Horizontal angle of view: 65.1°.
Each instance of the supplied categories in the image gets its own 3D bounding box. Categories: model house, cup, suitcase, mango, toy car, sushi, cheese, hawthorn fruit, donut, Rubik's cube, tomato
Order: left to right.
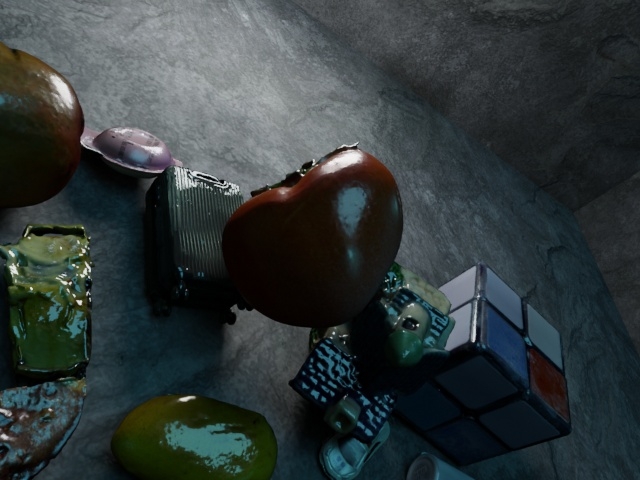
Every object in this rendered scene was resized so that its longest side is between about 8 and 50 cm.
[{"bbox_3d":[-0.439,0.273,0.610,0.295,0.112,0.151,-1,61,-44],"label":"donut"},{"bbox_3d":[-0.509,-0.178,0.817,0.301,0.268,0.267,11,50,-46],"label":"hawthorn fruit"},{"bbox_3d":[-0.429,0.086,0.777,0.139,0.131,0.291,5,54,-30],"label":"sushi"},{"bbox_3d":[-0.431,-0.198,1.049,0.286,0.074,0.189,16,23,-21],"label":"cheese"},{"bbox_3d":[-0.247,0.007,1.018,0.202,0.128,0.312,15,51,-40],"label":"suitcase"},{"bbox_3d":[-0.192,0.327,0.794,0.262,0.130,0.167,26,47,-18],"label":"mango"},{"bbox_3d":[0.000,0.000,0.908,0.341,0.341,0.273,-40,106,-53],"label":"tomato"},{"bbox_3d":[0.075,0.416,1.040,0.095,0.056,0.205,55,36,8],"label":"toy car"},{"bbox_3d":[0.093,0.225,0.976,0.243,0.298,0.284,35,28,2],"label":"model house"},{"bbox_3d":[0.258,0.535,1.101,0.133,0.136,0.099,34,73,-17],"label":"cup"},{"bbox_3d":[0.369,0.302,1.220,0.313,0.318,0.316,42,38,-11],"label":"Rubik's cube"}]
